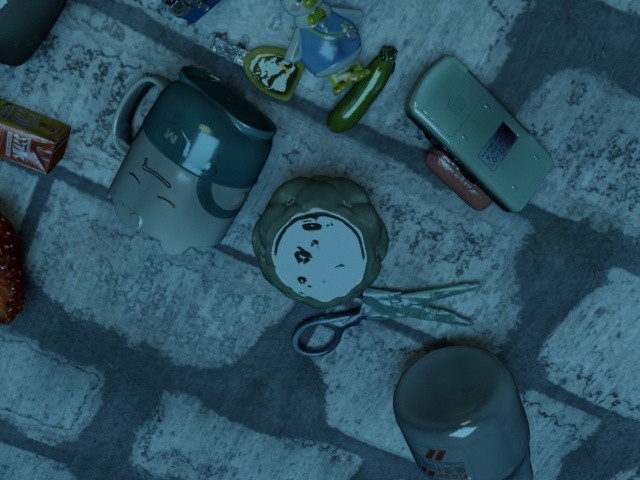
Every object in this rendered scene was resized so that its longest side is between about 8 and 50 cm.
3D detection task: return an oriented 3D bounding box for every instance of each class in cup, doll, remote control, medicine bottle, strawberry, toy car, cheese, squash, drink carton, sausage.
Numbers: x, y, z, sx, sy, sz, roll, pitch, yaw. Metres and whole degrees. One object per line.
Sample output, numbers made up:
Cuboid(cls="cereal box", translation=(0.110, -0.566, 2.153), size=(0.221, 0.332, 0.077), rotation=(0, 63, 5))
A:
Cuboid(cls="cup", translation=(-0.238, -0.155, 1.314), size=(0.290, 0.219, 0.257), rotation=(41, 113, 17))
Cuboid(cls="doll", translation=(-0.007, -0.360, 1.258), size=(0.135, 0.098, 0.241), rotation=(-20, 117, 24))
Cuboid(cls="remote control", translation=(0.277, -0.184, 1.338), size=(0.296, 0.056, 0.140), rotation=(40, 76, -17))
Cuboid(cls="medicine bottle", translation=(0.300, 0.392, 1.543), size=(0.245, 0.245, 0.306), rotation=(-19, 121, 10))
Cuboid(cls="strawberry", translation=(-0.660, 0.021, 1.458), size=(0.233, 0.137, 0.306), rotation=(17, 143, 13))
Cuboid(cls="toy car", translation=(-0.218, -0.436, 1.215), size=(0.097, 0.100, 0.191), rotation=(-35, 77, 16))
Cuboid(cls="cheese", translation=(-0.112, -0.308, 1.318), size=(0.162, 0.036, 0.086), rotation=(24, 113, -11))
Cuboid(cls="squash", translation=(0.076, -0.261, 1.333), size=(0.052, 0.052, 0.183), rotation=(34, 110, -15))
Cuboid(cls="drink carton", translation=(-0.568, -0.200, 1.346), size=(0.223, 0.096, 0.071), rotation=(21, 115, -8))
Cuboid(cls="sausage", translation=(0.257, -0.118, 1.392), size=(0.154, 0.062, 0.062), rotation=(40, 111, -16))

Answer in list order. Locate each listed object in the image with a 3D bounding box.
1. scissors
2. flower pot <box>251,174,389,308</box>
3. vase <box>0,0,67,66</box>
Cuboid(cls="scissors", translation=(0.131, 0.124, 1.531), size=(0.383, 0.029, 0.256), rotation=(0, 114, 2))
Cuboid(cls="flower pot", translation=(0.000, 0.000, 1.371), size=(0.246, 0.195, 0.246), rotation=(0, 107, 1))
Cuboid(cls="vase", translation=(-0.438, -0.442, 1.197), size=(0.321, 0.173, 0.173), rotation=(-41, 109, 12))
